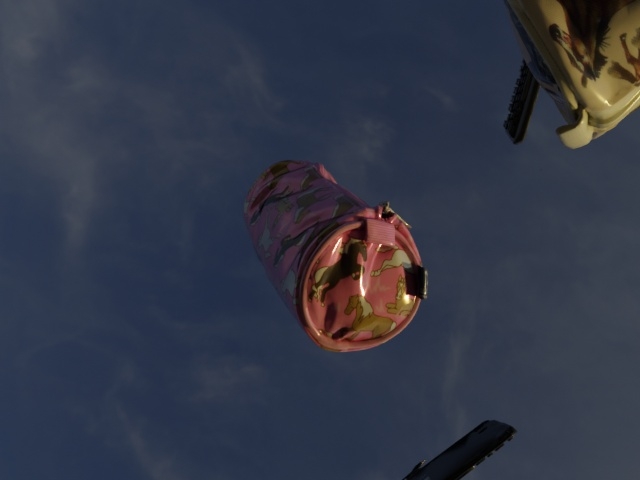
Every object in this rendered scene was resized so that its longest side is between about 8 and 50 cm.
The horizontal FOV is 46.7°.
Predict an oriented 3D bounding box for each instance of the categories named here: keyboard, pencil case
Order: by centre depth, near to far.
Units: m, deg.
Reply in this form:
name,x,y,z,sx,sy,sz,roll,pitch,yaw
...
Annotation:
name,x,y,z,sx,sy,sz,roll,pitch,yaw
pencil case,0.341,-0.233,0.587,0.410,0.160,0.184,-29,-127,10
keyboard,0.085,0.220,0.624,0.192,0.100,0.038,-34,-94,-5
keyboard,0.226,-0.197,0.780,0.023,0.108,0.180,15,-69,7
pencil case,0.000,0.000,0.968,0.167,0.386,0.160,-26,-70,-8
